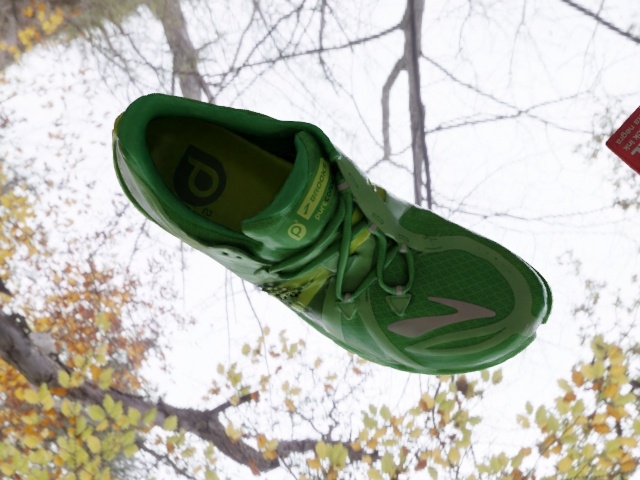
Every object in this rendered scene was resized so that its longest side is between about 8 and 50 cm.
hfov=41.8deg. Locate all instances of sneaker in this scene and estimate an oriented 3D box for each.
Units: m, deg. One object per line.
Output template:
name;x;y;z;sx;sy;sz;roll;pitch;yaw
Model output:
sneaker;0.000;0.000;0.509;0.295;0.123;0.109;24;-96;2

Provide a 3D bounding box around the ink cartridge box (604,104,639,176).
ink cartridge box;0.345;-0.012;0.599;0.100;0.172;0.237;-50;-126;18
